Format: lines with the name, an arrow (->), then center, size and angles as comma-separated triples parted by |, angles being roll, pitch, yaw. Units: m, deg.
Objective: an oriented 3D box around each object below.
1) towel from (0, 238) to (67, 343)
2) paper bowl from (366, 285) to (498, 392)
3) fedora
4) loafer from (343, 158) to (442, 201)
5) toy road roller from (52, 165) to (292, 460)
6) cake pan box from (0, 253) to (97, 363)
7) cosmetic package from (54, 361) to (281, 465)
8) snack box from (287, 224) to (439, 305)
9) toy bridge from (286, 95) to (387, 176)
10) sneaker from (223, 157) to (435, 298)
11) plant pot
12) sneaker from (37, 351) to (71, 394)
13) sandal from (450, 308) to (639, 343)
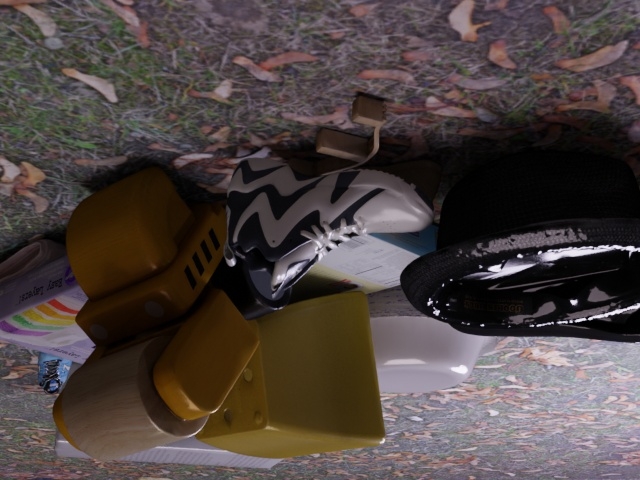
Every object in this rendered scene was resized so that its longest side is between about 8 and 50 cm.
towel -> -0.375, 0.105, 1.631 | 0.317, 0.053, 0.332 | -22, 148, 37
paper bowl -> 0.129, 0.144, 1.612 | 0.284, 0.148, 0.284 | 0, 159, 0
fedora -> 0.254, -0.011, 1.214 | 0.334, 0.152, 0.334 | -2, 157, -1
loafer -> 0.072, -0.059, 1.238 | 0.148, 0.050, 0.056 | -12, 155, 28
toy road roller -> -0.208, 0.069, 1.241 | 0.202, 0.329, 0.240 | -23, 115, 33
cake pan box -> -0.309, 0.106, 1.502 | 0.245, 0.070, 0.267 | -18, 150, 34
cosmetic package -> -0.297, 0.357, 2.120 | 0.453, 0.161, 0.230 | 6, 160, -13
snack box -> -0.003, 0.029, 1.442 | 0.322, 0.060, 0.187 | -19, 151, 40
toy bridge -> 0.026, -0.104, 1.162 | 0.063, 0.026, 0.188 | 11, 157, -23
sneaker -> 0.000, 0.000, 1.159 | 0.235, 0.153, 0.094 | 12, 156, 6
plant pot -> -0.062, 0.187, 1.426 | 0.212, 0.212, 0.187 | -17, 165, 39
sneaker -> -0.424, 0.204, 1.692 | 0.063, 0.073, 0.162 | 4, 154, -11
sandal -> 0.366, 0.046, 1.360 | 0.445, 0.167, 0.107 | -7, 139, 17
